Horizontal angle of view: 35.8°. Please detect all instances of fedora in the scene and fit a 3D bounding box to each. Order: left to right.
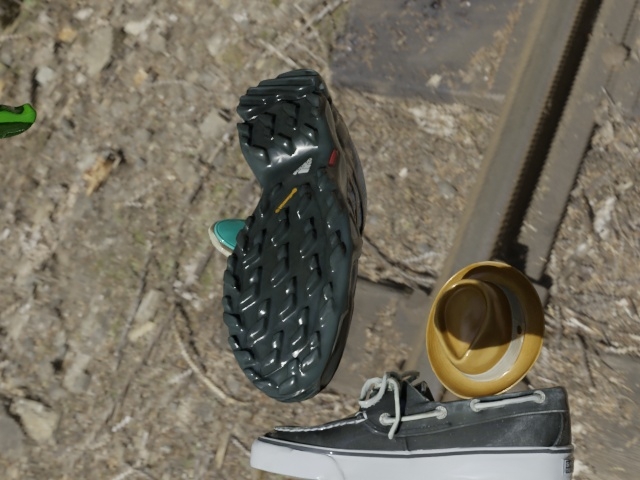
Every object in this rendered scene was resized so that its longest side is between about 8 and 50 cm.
[{"bbox_3d":[0.207,0.115,1.341,0.194,0.079,0.194,-14,65,34],"label":"fedora"}]

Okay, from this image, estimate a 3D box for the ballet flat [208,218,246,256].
[{"bbox_3d":[-0.042,0.018,1.043,0.052,0.168,0.057,123,150,-46],"label":"ballet flat"}]

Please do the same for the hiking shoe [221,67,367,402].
[{"bbox_3d":[0.000,0.000,0.814,0.113,0.132,0.304,-15,53,24],"label":"hiking shoe"}]

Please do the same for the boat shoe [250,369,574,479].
[{"bbox_3d":[0.083,0.176,0.946,0.306,0.113,0.105,-3,81,15],"label":"boat shoe"}]

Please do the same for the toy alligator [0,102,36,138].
[{"bbox_3d":[-0.271,-0.051,0.619,0.190,0.051,0.056,-31,43,-14],"label":"toy alligator"}]
